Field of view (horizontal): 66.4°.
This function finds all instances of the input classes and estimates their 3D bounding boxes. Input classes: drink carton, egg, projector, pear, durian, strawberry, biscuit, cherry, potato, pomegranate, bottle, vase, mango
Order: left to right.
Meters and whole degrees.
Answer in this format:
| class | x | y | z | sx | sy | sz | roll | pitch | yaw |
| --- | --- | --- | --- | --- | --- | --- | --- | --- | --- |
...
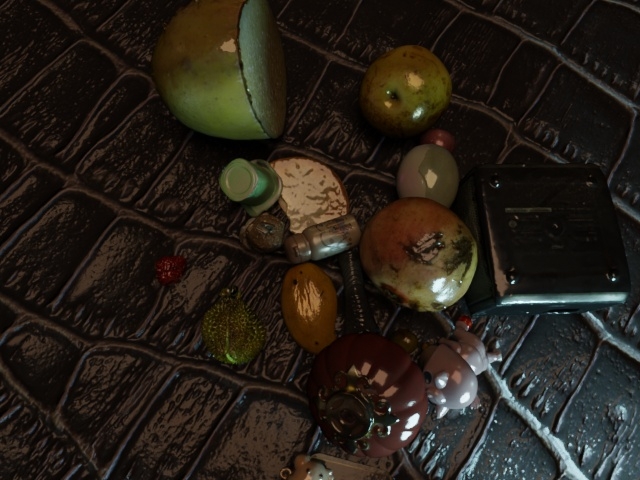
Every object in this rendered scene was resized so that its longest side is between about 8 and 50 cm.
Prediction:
| class | x | y | z | sx | sy | sz | roll | pitch | yaw |
| --- | --- | --- | --- | --- | --- | --- | --- | --- | --- |
| strawberry | -0.413 | 0.077 | 1.344 | 0.083 | 0.083 | 0.096 | 44 | 68 | 8 |
| potato | -0.287 | -0.468 | 1.333 | 0.319 | 0.442 | 0.386 | -3 | 86 | 8 |
| durian | -0.233 | 0.234 | 1.281 | 0.159 | 0.146 | 0.198 | -34 | 64 | -14 |
| drink carton | -0.202 | -0.162 | 1.375 | 0.144 | 0.142 | 0.146 | -41 | 78 | 8 |
| mango | -0.025 | 0.186 | 1.329 | 0.157 | 0.109 | 0.262 | -13 | 77 | -13 |
| biscuit | -0.022 | -0.120 | 1.452 | 0.204 | 0.040 | 0.309 | -24 | 80 | -10 |
| bottle | 0.000 | 0.000 | 1.351 | 0.209 | 0.110 | 0.097 | -18 | 99 | -14 |
| vase | 0.097 | 0.151 | 1.360 | 0.115 | 0.115 | 0.238 | -6 | 70 | -7 |
| pear | 0.253 | -0.441 | 1.460 | 0.280 | 0.281 | 0.281 | 1 | 74 | -5 |
| pomegranate | 0.256 | 0.039 | 1.294 | 0.322 | 0.322 | 0.322 | 1 | 74 | -5 |
| egg | 0.310 | -0.159 | 1.421 | 0.183 | 0.183 | 0.217 | 9 | 66 | -3 |
| cherry | 0.402 | -0.272 | 1.510 | 0.225 | 0.090 | 0.107 | 33 | 54 | 8 |
| projector | 0.601 | -0.006 | 1.375 | 0.395 | 0.242 | 0.405 | -1 | 73 | -5 |

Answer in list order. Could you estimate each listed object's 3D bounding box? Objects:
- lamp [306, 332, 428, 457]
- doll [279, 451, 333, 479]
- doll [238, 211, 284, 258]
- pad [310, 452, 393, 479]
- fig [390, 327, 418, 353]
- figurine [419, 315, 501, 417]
| class | x | y | z | sx | sy | sz | roll | pitch | yaw |
| --- | --- | --- | --- | --- | --- | --- | --- | --- | --- |
| lamp | 0.112 | 0.376 | 1.205 | 0.303 | 0.257 | 0.303 | 5 | 102 | 25 |
| doll | 0.002 | 0.654 | 1.175 | 0.154 | 0.119 | 0.278 | -35 | 79 | -13 |
| doll | -0.151 | -0.022 | 1.323 | 0.105 | 0.221 | 0.115 | -37 | 93 | -25 |
| pad | 0.009 | 0.734 | 1.198 | 0.314 | 0.063 | 0.376 | 14 | 72 | -1 |
| fig | 0.225 | 0.286 | 1.346 | 0.074 | 0.074 | 0.088 | 36 | 100 | 5 |
| figurine | 0.362 | 0.338 | 1.320 | 0.287 | 0.186 | 0.176 | -38 | 120 | -34 |
